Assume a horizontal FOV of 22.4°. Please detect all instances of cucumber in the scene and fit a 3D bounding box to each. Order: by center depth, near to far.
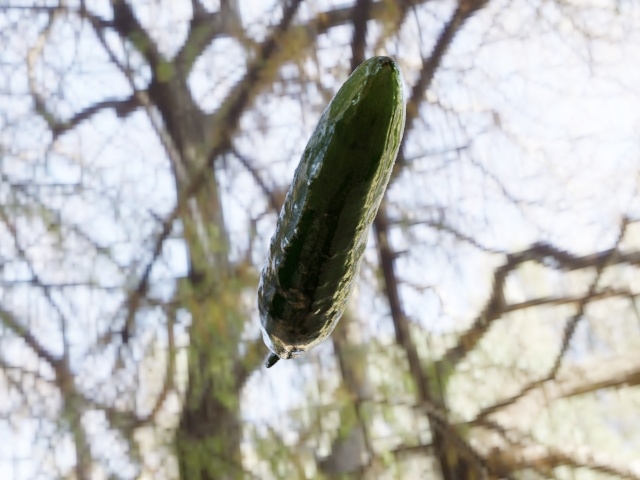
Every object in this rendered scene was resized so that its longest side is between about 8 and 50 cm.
[{"bbox_3d":[0.000,0.000,0.892,0.056,0.056,0.250,2,-43,-15],"label":"cucumber"}]
